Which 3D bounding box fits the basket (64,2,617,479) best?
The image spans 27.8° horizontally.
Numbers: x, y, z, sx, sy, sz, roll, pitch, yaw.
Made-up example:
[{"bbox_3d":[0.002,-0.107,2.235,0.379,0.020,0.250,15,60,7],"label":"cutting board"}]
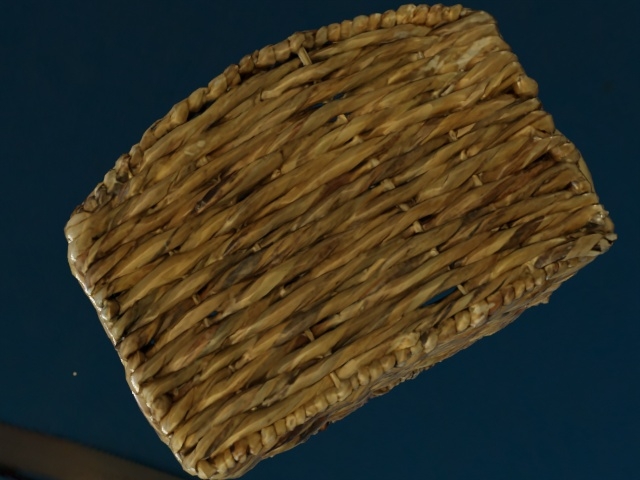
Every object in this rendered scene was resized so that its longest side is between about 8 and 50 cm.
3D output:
[{"bbox_3d":[0.000,0.000,0.838,0.299,0.223,0.213,-30,-99,-5],"label":"basket"}]
